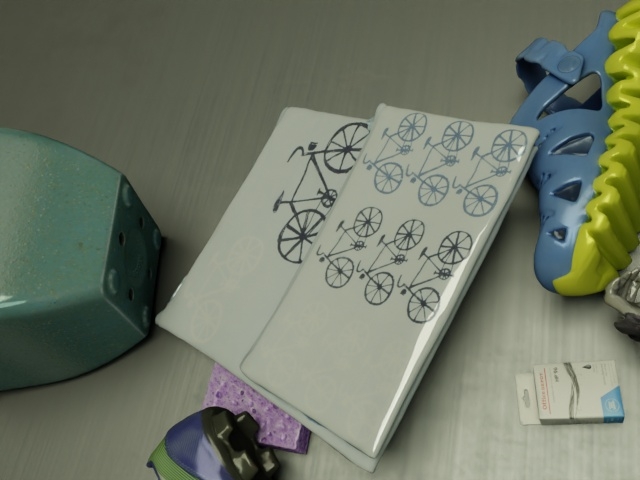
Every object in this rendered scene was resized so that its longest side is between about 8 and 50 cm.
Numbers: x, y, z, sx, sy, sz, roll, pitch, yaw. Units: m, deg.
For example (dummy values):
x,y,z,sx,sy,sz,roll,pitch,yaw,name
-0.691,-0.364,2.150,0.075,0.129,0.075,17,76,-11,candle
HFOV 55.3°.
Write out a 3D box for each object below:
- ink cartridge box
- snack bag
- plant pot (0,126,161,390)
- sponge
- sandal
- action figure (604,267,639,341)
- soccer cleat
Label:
x,y,z,sx,sy,sz,roll,pitch,yaw,name
0.211,0.132,0.525,0.083,0.028,0.048,-8,61,19,ink cartridge box
0.000,0.000,0.614,0.342,0.037,0.323,21,79,42,snack bag
-0.326,0.026,0.692,0.252,0.247,0.248,-2,62,3,plant pot
-0.048,0.108,0.645,0.117,0.031,0.210,3,66,25,sponge
0.241,-0.092,0.584,0.138,0.126,0.317,3,59,33,sandal
0.322,0.049,0.457,0.164,0.141,0.276,1,103,-5,action figure
-0.064,0.285,0.523,0.121,0.093,0.289,-36,62,10,soccer cleat
